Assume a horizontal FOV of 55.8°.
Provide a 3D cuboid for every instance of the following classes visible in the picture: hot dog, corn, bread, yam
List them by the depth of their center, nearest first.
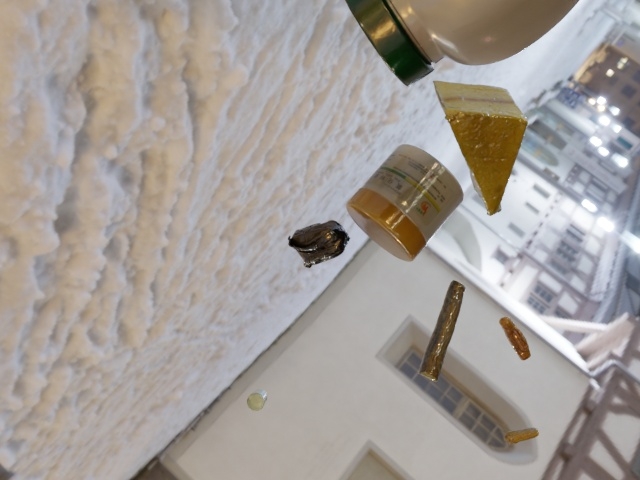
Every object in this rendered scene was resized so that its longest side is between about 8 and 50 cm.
[{"bbox_3d":[0.451,0.439,1.362,0.083,0.027,0.028,-9,-172,-9],"label":"corn"},{"bbox_3d":[0.331,0.240,1.625,0.061,0.061,0.274,66,45,-78],"label":"yam"},{"bbox_3d":[0.531,0.264,1.639,0.044,0.137,0.028,-30,-175,-1],"label":"hot dog"},{"bbox_3d":[0.436,-0.251,1.772,0.233,0.244,0.362,-92,-175,-54],"label":"bread"}]

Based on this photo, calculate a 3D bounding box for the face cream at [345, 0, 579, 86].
[{"bbox_3d":[0.225,-0.422,0.919,0.356,0.313,0.219,-32,-174,21],"label":"face cream"}]

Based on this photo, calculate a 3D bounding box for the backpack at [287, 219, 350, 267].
[{"bbox_3d":[0.003,0.002,1.729,0.165,0.120,0.106,-16,-150,33],"label":"backpack"}]

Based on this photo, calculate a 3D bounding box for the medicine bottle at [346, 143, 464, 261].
[{"bbox_3d":[0.226,-0.102,1.633,0.232,0.238,0.238,-49,169,-8],"label":"medicine bottle"}]

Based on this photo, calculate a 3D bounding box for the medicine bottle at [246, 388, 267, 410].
[{"bbox_3d":[-0.166,0.420,1.600,0.047,0.047,0.083,-50,174,-2],"label":"medicine bottle"}]
